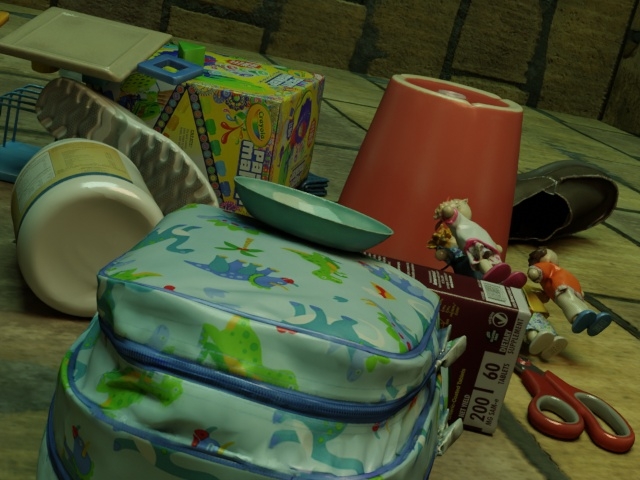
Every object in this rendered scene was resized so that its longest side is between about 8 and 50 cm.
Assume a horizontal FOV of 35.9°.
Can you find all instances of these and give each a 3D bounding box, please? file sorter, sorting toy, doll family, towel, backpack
[{"bbox_3d":[-0.400,-0.149,1.377,0.118,0.104,0.170,13,17,-1],"label":"file sorter"},{"bbox_3d":[-0.315,-0.251,1.305,0.347,0.047,0.196,15,29,9],"label":"sorting toy"},{"bbox_3d":[0.201,0.048,1.152,0.263,0.118,0.163,26,23,-37],"label":"doll family"},{"bbox_3d":[-0.045,-0.107,1.655,0.067,0.029,0.119,-4,24,-44],"label":"towel"},{"bbox_3d":[-0.045,0.103,0.659,0.290,0.273,0.355,22,30,5],"label":"backpack"}]

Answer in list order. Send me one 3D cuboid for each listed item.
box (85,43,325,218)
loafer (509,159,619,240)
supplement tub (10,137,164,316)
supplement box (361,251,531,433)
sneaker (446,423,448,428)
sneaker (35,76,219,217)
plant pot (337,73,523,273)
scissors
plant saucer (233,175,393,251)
[{"bbox_3d":[-0.167,-0.171,1.474,0.279,0.177,0.290,13,18,8],"label":"box"},{"bbox_3d":[0.378,-0.045,1.653,0.366,0.134,0.130,-9,31,-32],"label":"loafer"},{"bbox_3d":[-0.243,-0.022,1.018,0.144,0.144,0.200,7,18,-22],"label":"supplement tub"},{"bbox_3d":[0.063,0.087,0.936,0.239,0.130,0.073,13,17,0],"label":"supplement box"},{"bbox_3d":[0.050,0.143,0.891,0.134,0.070,0.051,40,27,-16],"label":"sneaker"},{"bbox_3d":[-0.230,-0.112,1.276,0.281,0.105,0.115,44,13,5],"label":"sneaker"},{"bbox_3d":[0.167,-0.101,1.433,0.275,0.243,0.275,12,17,-4],"label":"plant pot"},{"bbox_3d":[0.239,0.147,1.082,0.109,0.021,0.297,8,16,-13],"label":"scissors"},{"bbox_3d":[-0.008,-0.016,0.697,0.119,0.021,0.119,18,8,-3],"label":"plant saucer"}]
